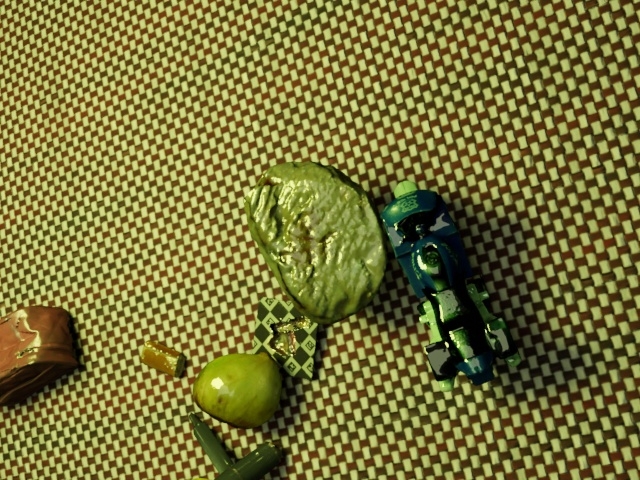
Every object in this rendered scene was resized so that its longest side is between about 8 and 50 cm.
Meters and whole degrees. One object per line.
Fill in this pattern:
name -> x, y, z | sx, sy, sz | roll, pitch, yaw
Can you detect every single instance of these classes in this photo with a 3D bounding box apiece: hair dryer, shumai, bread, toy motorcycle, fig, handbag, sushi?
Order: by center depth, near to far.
toy motorcycle -> 0.175, 0.051, 1.243 | 0.125, 0.196, 0.331 | -23, 72, 10
shumai -> 0.000, 0.000, 1.335 | 0.189, 0.218, 0.256 | -25, 85, -2
fig -> -0.138, 0.251, 1.403 | 0.152, 0.136, 0.121 | -8, 63, 11
hair dryer -> -0.192, 0.365, 1.421 | 0.194, 0.173, 0.050 | 27, 135, 38
sushi -> -0.055, 0.164, 1.434 | 0.120, 0.026, 0.126 | 9, 96, 26
bread -> -0.285, 0.213, 1.525 | 0.083, 0.036, 0.047 | 17, 94, 27
handbag -> -0.568, 0.222, 1.592 | 0.225, 0.146, 0.135 | -28, 68, 19

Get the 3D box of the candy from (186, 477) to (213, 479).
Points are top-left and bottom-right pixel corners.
candy -> -0.146, 0.458, 1.406 | 0.198, 0.094, 0.106 | 5, 65, 16
